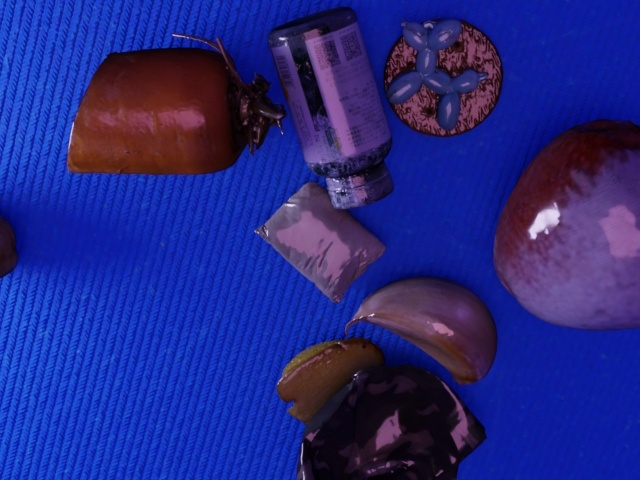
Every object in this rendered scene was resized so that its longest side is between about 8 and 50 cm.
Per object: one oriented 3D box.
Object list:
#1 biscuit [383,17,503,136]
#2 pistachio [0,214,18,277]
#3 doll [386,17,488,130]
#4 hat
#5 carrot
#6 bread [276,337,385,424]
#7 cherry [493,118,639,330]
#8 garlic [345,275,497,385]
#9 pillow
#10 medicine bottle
[{"bbox_3d":[0.191,-0.254,1.850,0.188,0.027,0.188,1,106,3],"label":"biscuit"},{"bbox_3d":[-0.595,-0.003,1.891,0.238,0.137,0.153,18,140,-3],"label":"pistachio"},{"bbox_3d":[0.172,-0.264,1.803,0.159,0.059,0.158,33,106,-6],"label":"doll"},{"bbox_3d":[0.068,0.407,1.980,0.366,0.257,0.381,-12,149,-31],"label":"hat"},{"bbox_3d":[-0.209,-0.199,1.791,0.331,0.193,0.214,3,85,6],"label":"carrot"},{"bbox_3d":[0.020,0.230,1.984,0.188,0.065,0.149,-30,119,-3],"label":"bread"},{"bbox_3d":[0.438,-0.004,1.794,0.326,0.291,0.335,29,114,1],"label":"cherry"},{"bbox_3d":[0.178,0.139,1.913,0.245,0.145,0.164,25,120,-8],"label":"garlic"},{"bbox_3d":[0.000,0.000,1.906,0.181,0.078,0.134,42,100,-7],"label":"pillow"},{"bbox_3d":[0.026,-0.198,1.811,0.141,0.141,0.293,-17,105,6],"label":"medicine bottle"}]
